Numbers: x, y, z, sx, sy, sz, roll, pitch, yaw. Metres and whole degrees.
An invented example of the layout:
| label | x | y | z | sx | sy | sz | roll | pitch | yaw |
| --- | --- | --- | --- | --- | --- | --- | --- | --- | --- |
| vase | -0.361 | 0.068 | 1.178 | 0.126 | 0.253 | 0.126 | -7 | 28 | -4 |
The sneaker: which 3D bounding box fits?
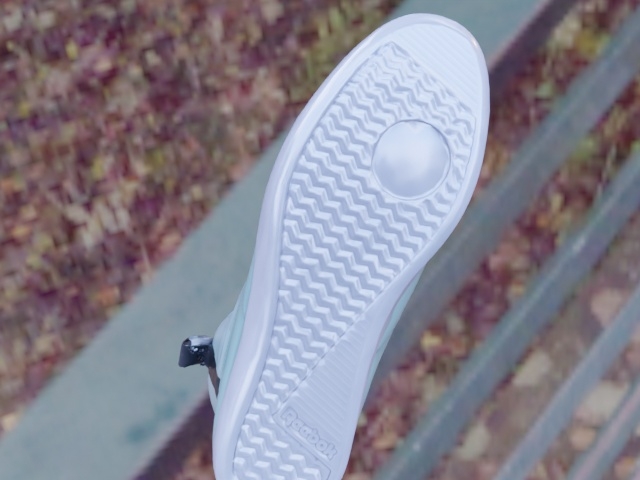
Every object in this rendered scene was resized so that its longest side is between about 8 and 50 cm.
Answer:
| label | x | y | z | sx | sy | sz | roll | pitch | yaw |
| --- | --- | --- | --- | --- | --- | --- | --- | --- | --- |
| sneaker | -0.001 | 0.000 | 1.000 | 0.094 | 0.151 | 0.256 | 20 | 98 | -12 |
